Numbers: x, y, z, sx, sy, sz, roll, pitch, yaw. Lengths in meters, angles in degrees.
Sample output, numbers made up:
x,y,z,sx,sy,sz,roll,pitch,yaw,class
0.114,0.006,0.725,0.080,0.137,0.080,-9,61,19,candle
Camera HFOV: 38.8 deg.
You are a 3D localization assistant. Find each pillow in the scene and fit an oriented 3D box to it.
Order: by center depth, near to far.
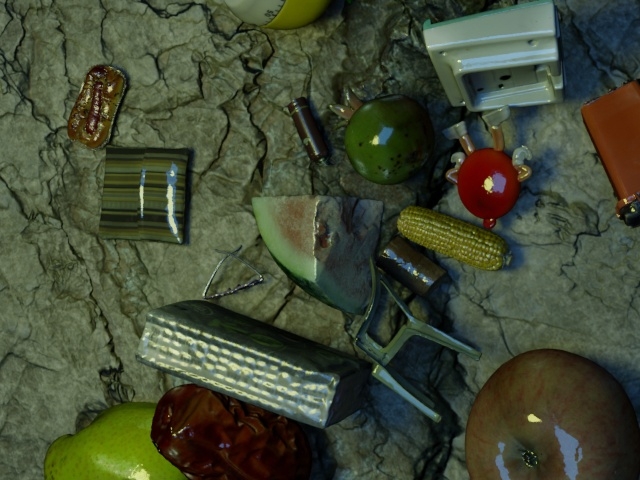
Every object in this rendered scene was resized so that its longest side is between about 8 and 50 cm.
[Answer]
x,y,z,sx,sy,sz,roll,pitch,yaw,class
-0.383,-0.101,1.964,0.208,0.052,0.212,4,88,21,pillow

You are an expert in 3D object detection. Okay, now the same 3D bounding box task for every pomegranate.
x,y,z,sx,sy,sz,roll,pitch,yaw,class
0.113,-0.213,1.772,0.181,0.181,0.224,-51,57,10,pomegranate

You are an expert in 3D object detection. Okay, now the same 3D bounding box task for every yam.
x,y,z,sx,sy,sz,roll,pitch,yaw,class
0.176,0.053,1.787,0.127,0.084,0.084,39,99,14,yam

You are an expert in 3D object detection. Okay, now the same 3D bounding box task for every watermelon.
x,y,z,sx,sy,sz,roll,pitch,yaw,class
0.000,0.000,1.823,0.232,0.193,0.310,-44,64,31,watermelon

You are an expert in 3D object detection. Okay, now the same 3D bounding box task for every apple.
x,y,z,sx,sy,sz,roll,pitch,yaw,class
0.409,0.369,1.617,0.345,0.269,0.344,0,90,17,apple

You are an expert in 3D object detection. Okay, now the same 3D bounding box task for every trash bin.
x,y,z,sx,sy,sz,roll,pitch,yaw,class
0.569,-0.158,1.632,0.161,0.184,0.238,-27,76,14,trash bin

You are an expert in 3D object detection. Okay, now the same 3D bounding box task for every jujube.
x,y,z,sx,sy,sz,roll,pitch,yaw,class
-0.167,0.395,1.755,0.342,0.216,0.216,36,102,-29,jujube

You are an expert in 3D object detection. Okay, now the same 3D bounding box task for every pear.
x,y,z,sx,sy,sz,roll,pitch,yaw,class
-0.417,0.488,1.874,0.318,0.238,0.342,23,96,7,pear

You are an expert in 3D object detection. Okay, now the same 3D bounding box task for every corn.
x,y,z,sx,sy,sz,roll,pitch,yaw,class
0.260,-0.005,1.765,0.238,0.080,0.080,22,95,14,corn

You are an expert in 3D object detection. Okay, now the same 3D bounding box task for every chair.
x,y,z,sx,sy,sz,roll,pitch,yaw,class
0.156,0.181,1.726,0.275,0.203,0.190,34,90,2,chair

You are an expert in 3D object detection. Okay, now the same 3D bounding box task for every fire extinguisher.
x,y,z,sx,sy,sz,roll,pitch,yaw,class
-0.020,-0.216,1.868,0.064,0.043,0.158,-31,79,44,fire extinguisher

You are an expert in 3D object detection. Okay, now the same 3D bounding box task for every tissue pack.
x,y,z,sx,sy,sz,roll,pitch,yaw,class
-0.118,0.231,1.762,0.394,0.288,0.124,18,93,15,tissue pack

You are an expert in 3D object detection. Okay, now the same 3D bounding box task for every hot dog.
x,y,z,sx,sy,sz,roll,pitch,yaw,class
-0.494,-0.294,2.000,0.108,0.059,0.191,20,93,11,hot dog

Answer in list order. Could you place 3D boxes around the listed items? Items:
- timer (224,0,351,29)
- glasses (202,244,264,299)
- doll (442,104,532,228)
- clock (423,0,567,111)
x,y,z,sx,sy,sz,roll,pitch,yaw,class
-0.040,-0.540,1.800,0.285,0.285,0.285,0,89,16,timer
-0.193,0.058,1.903,0.140,0.062,0.103,-17,83,14,glasses
0.324,-0.133,1.736,0.183,0.085,0.217,-16,86,42,doll
0.325,-0.317,1.649,0.231,0.262,0.116,-9,71,16,clock
